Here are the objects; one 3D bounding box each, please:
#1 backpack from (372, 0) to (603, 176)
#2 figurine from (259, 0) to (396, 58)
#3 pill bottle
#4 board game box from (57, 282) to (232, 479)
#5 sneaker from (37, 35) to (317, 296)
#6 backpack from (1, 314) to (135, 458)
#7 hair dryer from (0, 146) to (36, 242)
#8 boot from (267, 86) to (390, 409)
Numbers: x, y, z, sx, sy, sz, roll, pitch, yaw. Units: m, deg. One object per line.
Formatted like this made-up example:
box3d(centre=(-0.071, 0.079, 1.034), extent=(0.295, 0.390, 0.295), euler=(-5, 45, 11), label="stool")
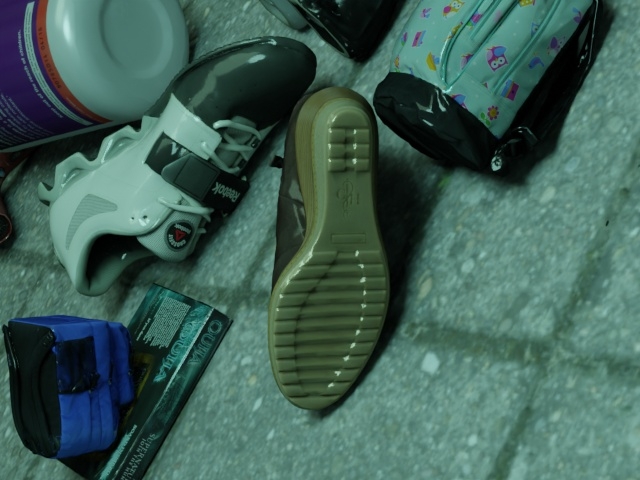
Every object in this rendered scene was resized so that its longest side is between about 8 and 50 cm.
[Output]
box3d(centre=(0.128, -0.151, 1.205), extent=(0.182, 0.115, 0.152), euler=(-54, 29, -3), label="backpack")
box3d(centre=(0.040, -0.290, 1.495), extent=(0.209, 0.092, 0.215), euler=(-48, 31, -3), label="figurine")
box3d(centre=(-0.309, -0.199, 1.745), extent=(0.323, 0.181, 0.181), euler=(-9, 54, 41), label="pill bottle")
box3d(centre=(-0.161, 0.133, 1.412), extent=(0.126, 0.026, 0.186), euler=(17, 75, 57), label="board game box")
box3d(centre=(-0.121, -0.058, 1.474), extent=(0.330, 0.122, 0.146), euler=(-35, 55, 27), label="sneaker")
box3d(centre=(-0.213, 0.127, 1.369), extent=(0.098, 0.101, 0.120), euler=(2, 94, 58), label="backpack")
box3d(centre=(-0.390, -0.101, 1.887), extent=(0.223, 0.080, 0.293), euler=(-34, 37, 29), label="hair dryer")
box3d(centre=(0.000, 0.000, 1.277), extent=(0.207, 0.090, 0.248), euler=(-146, 64, -81), label="boot")
